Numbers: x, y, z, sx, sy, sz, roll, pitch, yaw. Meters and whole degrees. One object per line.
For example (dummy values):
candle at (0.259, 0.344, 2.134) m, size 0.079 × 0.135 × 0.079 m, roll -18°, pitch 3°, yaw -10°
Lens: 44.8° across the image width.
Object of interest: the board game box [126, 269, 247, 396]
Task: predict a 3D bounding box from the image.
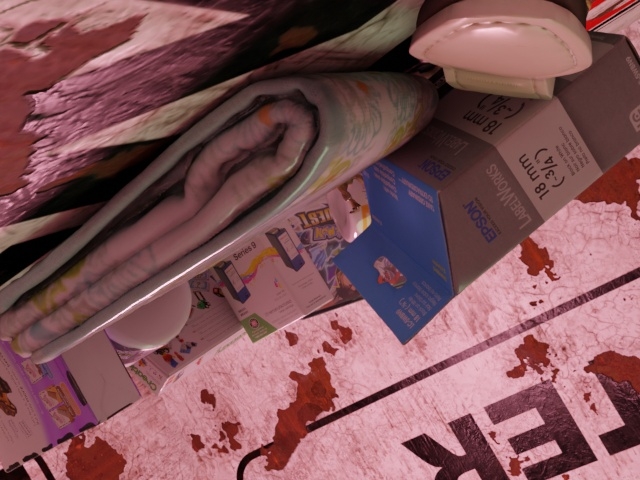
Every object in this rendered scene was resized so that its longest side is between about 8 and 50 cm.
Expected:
board game box at (-0.251, 0.130, 1.346) m, size 0.053 × 0.193 × 0.305 m, roll -56°, pitch 167°, yaw 27°

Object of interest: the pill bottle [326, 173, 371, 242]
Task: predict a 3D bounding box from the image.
pill bottle at (0.154, -0.101, 1.298) m, size 0.272 × 0.152 × 0.152 m, roll -15°, pitch 177°, yaw -11°

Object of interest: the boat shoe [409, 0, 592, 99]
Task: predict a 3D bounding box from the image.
boat shoe at (0.136, -0.163, 0.554) m, size 0.117 × 0.096 × 0.324 m, roll 11°, pitch -173°, yaw 14°

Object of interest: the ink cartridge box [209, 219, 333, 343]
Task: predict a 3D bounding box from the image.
ink cartridge box at (-0.101, 0.052, 1.362) m, size 0.154 × 0.212 × 0.093 m, roll -31°, pitch 177°, yaw 40°

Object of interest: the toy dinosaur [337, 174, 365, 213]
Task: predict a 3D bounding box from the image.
toy dinosaur at (0.038, -0.089, 1.095) m, size 0.053 × 0.092 × 0.183 m, roll -36°, pitch 159°, yaw 7°

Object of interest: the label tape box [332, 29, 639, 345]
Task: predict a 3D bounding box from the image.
label tape box at (0.143, -0.080, 0.813) m, size 0.334 × 0.106 × 0.240 m, roll -40°, pitch -155°, yaw 0°

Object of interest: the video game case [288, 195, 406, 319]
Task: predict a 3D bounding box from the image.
video game case at (0.059, 0.003, 1.513) m, size 0.275 × 0.248 × 0.035 m, roll -18°, pitch -157°, yaw -7°

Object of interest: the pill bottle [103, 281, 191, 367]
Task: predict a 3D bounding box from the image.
pill bottle at (-0.267, 0.099, 0.980) m, size 0.130 × 0.130 × 0.246 m, roll -30°, pitch 180°, yaw -38°

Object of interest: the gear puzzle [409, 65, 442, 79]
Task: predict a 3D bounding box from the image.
gear puzzle at (0.077, -0.153, 0.982) m, size 0.175 × 0.044 × 0.339 m, roll -31°, pitch 180°, yaw 36°

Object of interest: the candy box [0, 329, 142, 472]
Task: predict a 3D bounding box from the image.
candy box at (-0.316, 0.148, 0.866) m, size 0.196 × 0.164 × 0.070 m, roll -30°, pitch 178°, yaw 34°

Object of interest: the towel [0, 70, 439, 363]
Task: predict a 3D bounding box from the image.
towel at (-0.086, -0.039, 0.718) m, size 0.374 × 0.090 × 0.320 m, roll -31°, pitch -177°, yaw 25°
